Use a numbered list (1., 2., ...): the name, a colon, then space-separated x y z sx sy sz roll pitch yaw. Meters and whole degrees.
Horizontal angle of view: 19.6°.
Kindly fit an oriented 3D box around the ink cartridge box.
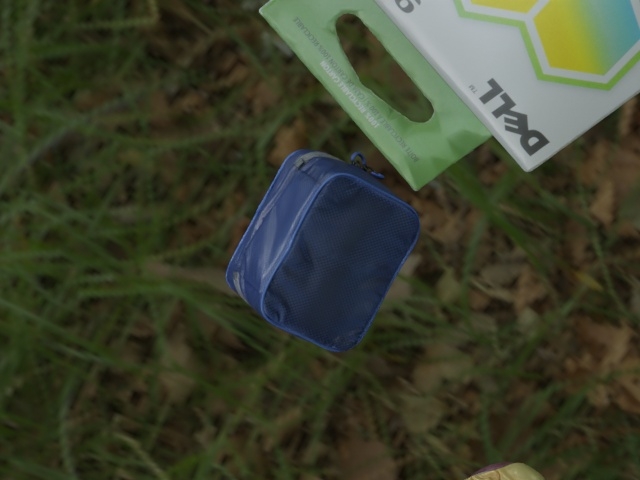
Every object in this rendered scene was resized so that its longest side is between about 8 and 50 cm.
1. ink cartridge box: 0.084 -0.103 0.719 0.209 0.109 0.062 -36 20 20

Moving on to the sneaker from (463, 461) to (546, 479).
1. sneaker: 0.081 0.178 0.874 0.069 0.084 0.185 43 125 38

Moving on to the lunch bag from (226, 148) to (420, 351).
1. lunch bag: 0.000 0.000 0.948 0.098 0.067 0.065 -60 28 1
